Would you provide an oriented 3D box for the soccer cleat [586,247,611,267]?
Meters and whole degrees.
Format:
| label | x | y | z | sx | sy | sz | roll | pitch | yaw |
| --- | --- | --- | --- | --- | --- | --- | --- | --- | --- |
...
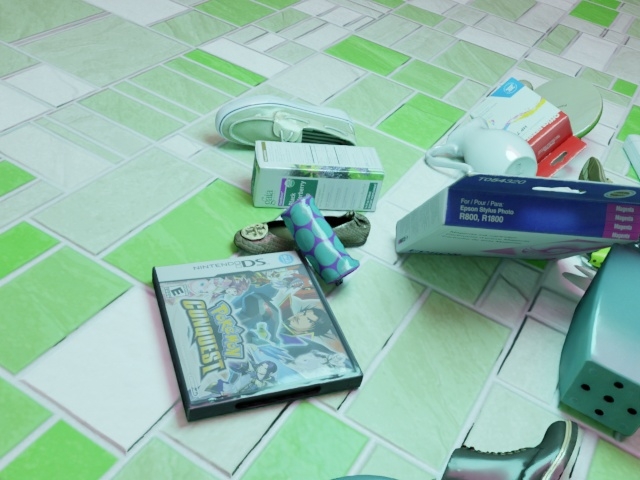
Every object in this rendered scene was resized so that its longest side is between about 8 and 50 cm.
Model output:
| label | x | y | z | sx | sy | sz | roll | pitch | yaw |
| --- | --- | --- | --- | --- | --- | --- | --- | --- | --- |
| soccer cleat | 0.527 | -0.006 | 1.287 | 0.072 | 0.060 | 0.179 | 15 | 32 | 0 |

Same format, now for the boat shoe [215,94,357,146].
| label | x | y | z | sx | sy | sz | roll | pitch | yaw |
| --- | --- | --- | --- | --- | --- | --- | --- | --- | --- |
| boat shoe | -0.062 | -0.229 | 1.385 | 0.303 | 0.109 | 0.094 | -2 | 43 | -20 |

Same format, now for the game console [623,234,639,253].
| label | x | y | z | sx | sy | sz | roll | pitch | yaw |
| --- | --- | --- | --- | --- | --- | --- | --- | --- | --- |
| game console | 0.752 | 0.007 | 1.249 | 0.250 | 0.173 | 0.293 | -22 | 49 | -35 |

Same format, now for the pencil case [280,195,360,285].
| label | x | y | z | sx | sy | sz | roll | pitch | yaw |
| --- | --- | --- | --- | --- | --- | --- | --- | --- | --- |
| pencil case | 0.000 | 0.000 | 1.107 | 0.070 | 0.064 | 0.151 | -26 | 76 | -39 |

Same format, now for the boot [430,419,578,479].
| label | x | y | z | sx | sy | sz | roll | pitch | yaw |
| --- | --- | --- | --- | --- | --- | --- | --- | --- | --- |
| boot | 0.242 | 0.280 | 0.872 | 0.137 | 0.076 | 0.198 | 25 | 39 | 23 |

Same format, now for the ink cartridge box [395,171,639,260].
| label | x | y | z | sx | sy | sz | roll | pitch | yaw |
| --- | --- | --- | --- | --- | --- | --- | --- | --- | --- |
| ink cartridge box | 0.322 | -0.024 | 1.091 | 0.324 | 0.330 | 0.071 | 4 | 80 | -10 |

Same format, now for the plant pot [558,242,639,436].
| label | x | y | z | sx | sy | sz | roll | pitch | yaw |
| --- | --- | --- | --- | --- | --- | --- | --- | --- | --- |
| plant pot | 0.458 | 0.157 | 1.004 | 0.166 | 0.165 | 0.234 | 27 | 44 | 18 |

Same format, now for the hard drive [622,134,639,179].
| label | x | y | z | sx | sy | sz | roll | pitch | yaw |
| --- | --- | --- | --- | --- | --- | --- | --- | --- | --- |
| hard drive | 0.848 | -0.118 | 1.526 | 0.233 | 0.047 | 0.353 | 11 | 39 | -2 |

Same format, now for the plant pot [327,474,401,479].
| label | x | y | z | sx | sy | sz | roll | pitch | yaw |
| --- | --- | --- | --- | --- | --- | --- | --- | --- | --- |
| plant pot | 0.049 | 0.342 | 0.644 | 0.291 | 0.195 | 0.290 | 7 | 39 | -6 |

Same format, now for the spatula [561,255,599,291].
| label | x | y | z | sx | sy | sz | roll | pitch | yaw |
| --- | --- | --- | --- | --- | --- | --- | --- | --- | --- |
| spatula | 0.549 | 0.104 | 1.177 | 0.242 | 0.019 | 0.168 | 33 | 23 | 24 |

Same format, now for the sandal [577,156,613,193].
| label | x | y | z | sx | sy | sz | roll | pitch | yaw |
| --- | --- | --- | --- | --- | --- | --- | --- | --- | --- |
| sandal | 0.602 | -0.107 | 1.438 | 0.049 | 0.072 | 0.180 | 15 | 38 | -21 |

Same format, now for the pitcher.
| label | x | y | z | sx | sy | sz | roll | pitch | yaw |
| --- | --- | --- | --- | --- | --- | --- | --- | --- | --- |
| pitcher | 0.336 | -0.171 | 1.419 | 0.178 | 0.125 | 0.207 | -25 | 37 | -10 |

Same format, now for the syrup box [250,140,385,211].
| label | x | y | z | sx | sy | sz | roll | pitch | yaw |
| --- | --- | --- | --- | --- | --- | --- | --- | --- | --- |
| syrup box | -0.009 | -0.121 | 1.274 | 0.237 | 0.093 | 0.096 | 1 | 40 | -13 |

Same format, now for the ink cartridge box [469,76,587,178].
| label | x | y | z | sx | sy | sz | roll | pitch | yaw |
| --- | --- | --- | --- | --- | --- | --- | --- | --- | --- |
| ink cartridge box | 0.465 | -0.251 | 1.516 | 0.134 | 0.078 | 0.231 | -42 | 51 | 3 |

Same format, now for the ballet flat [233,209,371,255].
| label | x | y | z | sx | sy | sz | roll | pitch | yaw |
| --- | --- | --- | --- | --- | --- | --- | --- | --- | --- |
| ballet flat | -0.027 | -0.019 | 1.173 | 0.250 | 0.058 | 0.084 | -4 | 41 | -19 |

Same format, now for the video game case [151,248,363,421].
| label | x | y | z | sx | sy | sz | roll | pitch | yaw |
| --- | --- | --- | --- | --- | --- | --- | --- | --- | --- |
| video game case | -0.101 | 0.124 | 0.999 | 0.249 | 0.035 | 0.274 | -6 | 42 | -21 |

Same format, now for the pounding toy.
| label | x | y | z | sx | sy | sz | roll | pitch | yaw |
| --- | --- | --- | --- | --- | --- | --- | --- | --- | --- |
| pounding toy | 0.554 | -0.286 | 1.610 | 0.237 | 0.110 | 0.182 | 17 | 71 | 36 |
